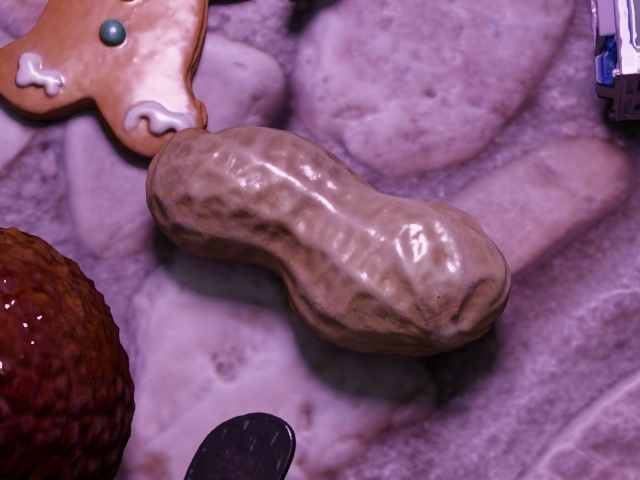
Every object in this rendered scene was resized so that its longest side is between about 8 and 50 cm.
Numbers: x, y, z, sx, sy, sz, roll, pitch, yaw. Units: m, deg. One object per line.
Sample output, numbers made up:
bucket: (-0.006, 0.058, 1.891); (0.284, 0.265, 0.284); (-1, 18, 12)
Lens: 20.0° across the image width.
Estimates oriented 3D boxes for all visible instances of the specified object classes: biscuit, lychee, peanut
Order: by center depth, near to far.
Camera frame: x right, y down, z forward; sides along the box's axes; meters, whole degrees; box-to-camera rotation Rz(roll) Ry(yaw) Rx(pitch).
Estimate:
lychee: (-0.259, 0.106, 1.295); (0.260, 0.260, 0.261); (-1, 69, 1)
peanut: (0.000, 0.000, 1.393); (0.298, 0.120, 0.136); (27, 67, 14)
biscuit: (-0.152, -0.241, 1.527); (0.216, 0.047, 0.340); (18, 71, 7)

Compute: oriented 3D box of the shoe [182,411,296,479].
shoe: (-0.074, 0.208, 1.357); (0.071, 0.049, 0.179); (30, 91, 24)

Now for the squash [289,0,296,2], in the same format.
squash: (0.038, -0.291, 1.529); (0.066, 0.066, 0.252); (28, 73, 12)

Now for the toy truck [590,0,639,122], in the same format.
toy truck: (0.292, -0.238, 1.473); (0.155, 0.124, 0.268); (-4, 70, 5)
